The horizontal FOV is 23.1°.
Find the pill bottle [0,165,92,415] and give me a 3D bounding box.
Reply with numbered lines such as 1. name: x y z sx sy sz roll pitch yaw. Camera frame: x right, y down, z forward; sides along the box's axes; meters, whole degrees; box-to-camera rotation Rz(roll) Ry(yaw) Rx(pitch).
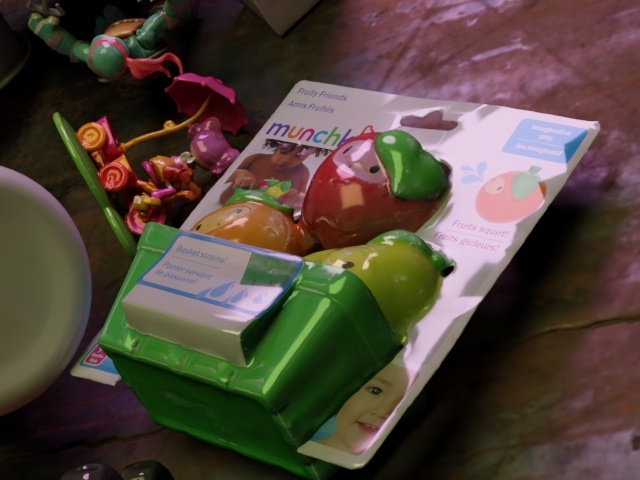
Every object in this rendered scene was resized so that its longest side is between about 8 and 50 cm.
1. pill bottle: -0.364 0.036 1.369 0.363 0.210 0.210 3 56 57

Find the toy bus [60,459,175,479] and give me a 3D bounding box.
1. toy bus: -0.175 0.276 1.133 0.149 0.220 0.211 -20 79 15

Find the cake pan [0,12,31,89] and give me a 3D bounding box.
1. cake pan: -0.462 -0.186 1.697 0.293 0.054 0.293 -13 29 7

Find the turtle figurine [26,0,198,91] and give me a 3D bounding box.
1. turtle figurine: -0.193 -0.204 1.517 0.175 0.118 0.234 -9 12 9

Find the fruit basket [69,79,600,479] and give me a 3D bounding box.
1. fruit basket: 0.000 0.000 1.231 0.327 0.165 0.353 14 61 41

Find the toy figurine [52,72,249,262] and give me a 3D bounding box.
1. toy figurine: -0.137 -0.081 1.442 0.159 0.130 0.173 -29 65 -2

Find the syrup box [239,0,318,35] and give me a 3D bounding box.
1. syrup box: -0.078 -0.313 1.483 0.093 0.237 0.096 -43 48 -3
